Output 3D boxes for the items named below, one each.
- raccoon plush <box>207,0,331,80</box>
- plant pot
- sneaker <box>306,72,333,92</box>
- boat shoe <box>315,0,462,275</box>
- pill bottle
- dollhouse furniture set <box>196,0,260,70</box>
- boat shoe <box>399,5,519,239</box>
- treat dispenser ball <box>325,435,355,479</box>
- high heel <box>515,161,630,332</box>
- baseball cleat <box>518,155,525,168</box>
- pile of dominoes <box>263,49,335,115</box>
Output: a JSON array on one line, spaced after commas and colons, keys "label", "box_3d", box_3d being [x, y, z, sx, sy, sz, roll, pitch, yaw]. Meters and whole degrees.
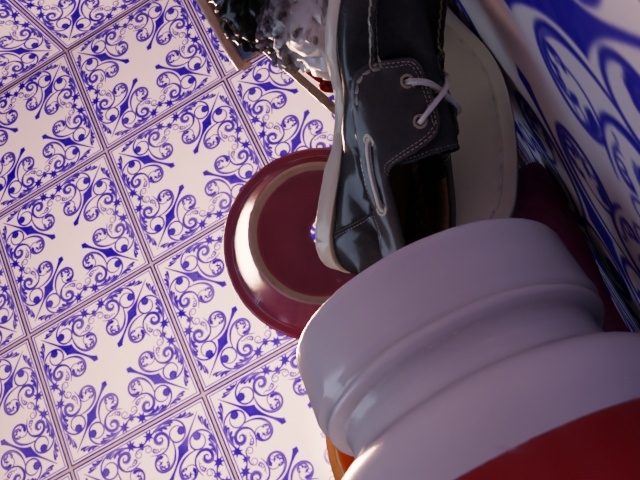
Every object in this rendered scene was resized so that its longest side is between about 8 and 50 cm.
[{"label": "raccoon plush", "box_3d": [-0.077, -0.337, 0.644, 0.446, 0.216, 0.299, 37, 159, 41]}, {"label": "plant pot", "box_3d": [0.000, 0.000, 0.929, 0.201, 0.201, 0.180, 61, 179, 5]}, {"label": "sneaker", "box_3d": [0.047, -0.180, 0.923, 0.087, 0.128, 0.221, 60, -173, -3]}, {"label": "boat shoe", "box_3d": [0.051, -0.077, 0.539, 0.079, 0.084, 0.233, 28, 125, 41]}, {"label": "pill bottle", "box_3d": [0.140, 0.196, 0.460, 0.408, 0.229, 0.229, 64, -172, 32]}, {"label": "dollhouse furniture set", "box_3d": [-0.085, -0.326, 1.006, 0.286, 0.198, 0.303, 60, -168, -6]}, {"label": "boat shoe", "box_3d": [0.071, -0.108, 0.693, 0.091, 0.109, 0.305, 48, -161, -55]}, {"label": "treat dispenser ball", "box_3d": [0.147, 0.165, 0.863, 0.288, 0.288, 0.288, 59, -173, -12]}, {"label": "high heel", "box_3d": [0.203, 0.058, 0.680, 0.244, 0.117, 0.082, 40, 154, -4]}, {"label": "baseball cleat", "box_3d": [0.112, -0.096, 0.848, 0.206, 0.072, 0.109, 42, -155, 7]}, {"label": "pile of dominoes", "box_3d": [0.028, -0.086, 0.867, 0.196, 0.040, 0.251, 37, -173, -30]}]
